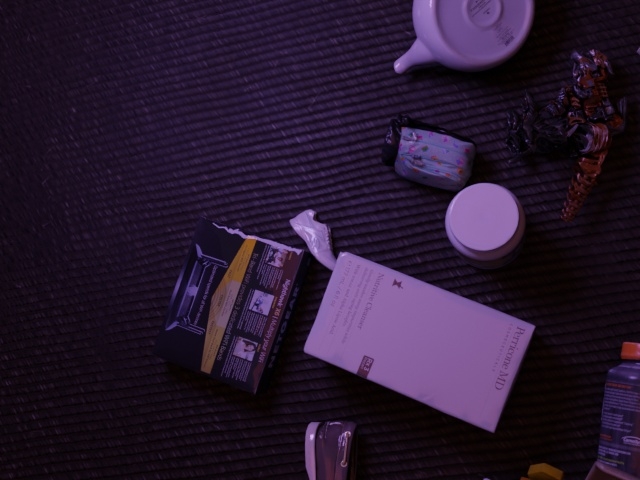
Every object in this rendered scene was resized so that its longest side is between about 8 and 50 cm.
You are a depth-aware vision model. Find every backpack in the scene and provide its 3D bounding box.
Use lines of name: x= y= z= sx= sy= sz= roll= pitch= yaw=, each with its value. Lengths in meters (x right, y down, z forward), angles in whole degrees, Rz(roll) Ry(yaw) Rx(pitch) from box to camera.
backpack: x=0.214 y=-0.170 z=1.629 sx=0.182 sy=0.152 sz=0.115 roll=16 pitch=91 yaw=3

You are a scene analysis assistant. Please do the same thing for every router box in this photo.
router box: x=-0.181 y=0.132 z=1.701 sx=0.243 sy=0.081 sz=0.309 roll=18 pitch=86 yaw=16

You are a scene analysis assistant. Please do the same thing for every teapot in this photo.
teapot: x=0.289 y=-0.456 z=1.631 sx=0.256 sy=0.187 sz=0.252 roll=-1 pitch=101 yaw=-12

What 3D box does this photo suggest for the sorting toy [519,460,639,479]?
sorting toy: x=0.507 y=0.451 z=1.426 sx=0.307 sy=0.229 sz=0.041 roll=21 pitch=51 yaw=16

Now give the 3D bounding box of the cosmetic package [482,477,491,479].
cosmetic package: x=0.449 y=0.613 z=1.410 sx=0.453 sy=0.161 sz=0.230 roll=22 pitch=75 yaw=16

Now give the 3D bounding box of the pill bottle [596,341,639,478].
pill bottle: x=0.569 y=0.306 z=1.463 sx=0.130 sy=0.130 sz=0.246 roll=7 pitch=84 yaw=15

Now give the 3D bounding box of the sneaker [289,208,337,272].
sneaker: x=0.000 y=0.000 z=1.692 sx=0.061 sy=0.054 sz=0.152 roll=-37 pitch=74 yaw=3

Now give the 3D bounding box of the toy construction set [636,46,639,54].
toy construction set: x=0.763 y=-0.396 z=1.512 sx=0.327 sy=0.151 sz=0.215 roll=-43 pitch=99 yaw=13

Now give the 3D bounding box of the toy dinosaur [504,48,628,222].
toy dinosaur: x=0.478 y=-0.208 z=1.564 sx=0.218 sy=0.164 sz=0.322 roll=6 pitch=61 yaw=-1

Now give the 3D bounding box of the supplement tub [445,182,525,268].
supplement tub: x=0.310 y=-0.027 z=1.542 sx=0.144 sy=0.199 sz=0.144 roll=-2 pitch=81 yaw=14

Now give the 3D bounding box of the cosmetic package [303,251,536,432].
cosmetic package: x=0.190 y=0.191 z=1.562 sx=0.385 sy=0.156 sz=0.217 roll=19 pitch=85 yaw=17

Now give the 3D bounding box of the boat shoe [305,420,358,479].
boat shoe: x=0.035 y=0.510 z=1.575 sx=0.096 sy=0.116 sz=0.324 roll=-8 pitch=74 yaw=16
